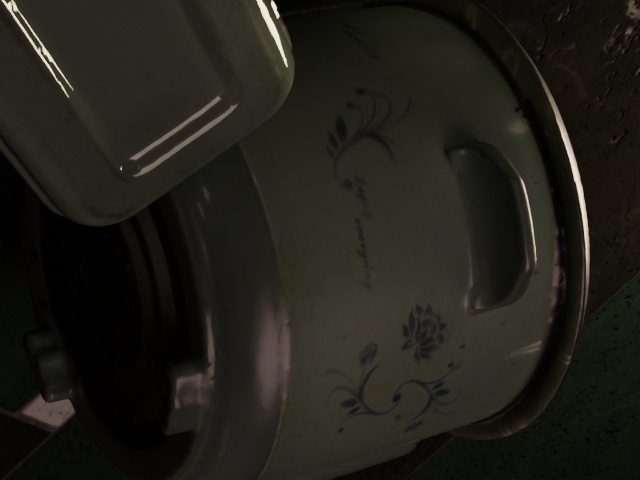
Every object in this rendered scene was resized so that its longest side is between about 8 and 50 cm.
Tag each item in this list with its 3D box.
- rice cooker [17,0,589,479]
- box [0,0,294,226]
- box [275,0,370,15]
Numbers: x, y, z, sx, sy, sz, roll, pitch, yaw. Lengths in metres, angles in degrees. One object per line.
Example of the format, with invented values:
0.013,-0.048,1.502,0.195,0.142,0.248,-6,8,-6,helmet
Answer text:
0.000,0.000,0.860,0.316,0.264,0.316,-11,-176,1,rice cooker
-0.130,-0.148,0.623,0.175,0.182,0.312,-35,148,-5,box
0.176,-0.221,0.680,0.396,0.396,0.111,-30,104,-13,box
